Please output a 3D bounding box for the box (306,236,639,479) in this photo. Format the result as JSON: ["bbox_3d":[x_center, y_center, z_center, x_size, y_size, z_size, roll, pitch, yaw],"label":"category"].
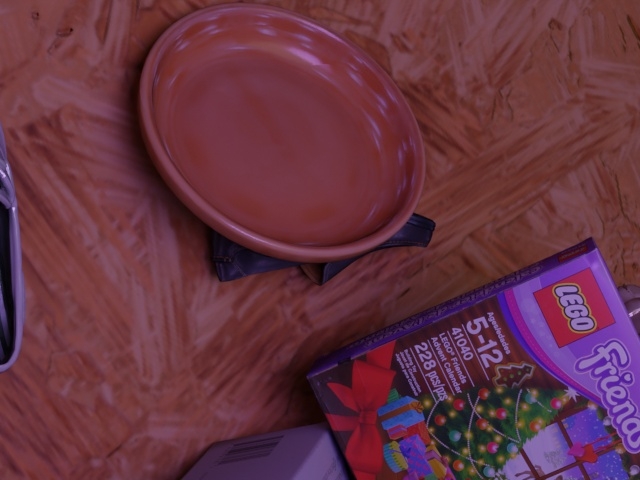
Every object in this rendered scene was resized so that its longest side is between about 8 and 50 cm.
[{"bbox_3d":[0.144,0.170,1.015,0.201,0.057,0.293,-25,95,9],"label":"box"}]

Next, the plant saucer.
[{"bbox_3d":[-0.027,-0.067,1.037,0.200,0.037,0.200,14,53,-19],"label":"plant saucer"}]

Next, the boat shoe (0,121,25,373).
[{"bbox_3d":[-0.208,-0.029,0.929,0.083,0.076,0.226,-16,95,-34],"label":"boat shoe"}]

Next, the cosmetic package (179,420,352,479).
[{"bbox_3d":[-0.031,0.290,0.883,0.377,0.097,0.284,-41,118,-75],"label":"cosmetic package"}]

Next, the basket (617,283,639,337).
[{"bbox_3d":[0.297,0.180,1.156,0.289,0.255,0.201,36,95,-9],"label":"basket"}]

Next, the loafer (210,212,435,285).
[{"bbox_3d":[0.000,0.000,1.084,0.170,0.062,0.061,3,93,-24],"label":"loafer"}]
